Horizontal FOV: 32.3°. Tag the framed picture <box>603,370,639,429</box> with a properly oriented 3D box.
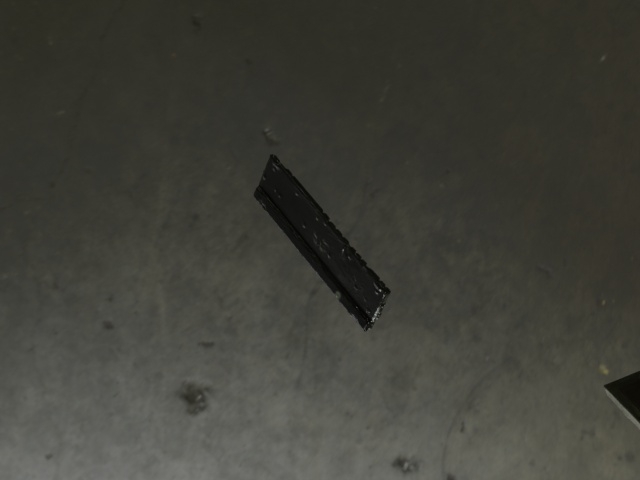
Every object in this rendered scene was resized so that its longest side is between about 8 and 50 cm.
[{"bbox_3d":[0.609,0.235,1.439,0.326,0.446,0.028,-21,111,-2],"label":"framed picture"}]

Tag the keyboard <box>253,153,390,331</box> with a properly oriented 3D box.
[{"bbox_3d":[0.000,0.000,1.068,0.195,0.018,0.060,50,138,25],"label":"keyboard"}]
